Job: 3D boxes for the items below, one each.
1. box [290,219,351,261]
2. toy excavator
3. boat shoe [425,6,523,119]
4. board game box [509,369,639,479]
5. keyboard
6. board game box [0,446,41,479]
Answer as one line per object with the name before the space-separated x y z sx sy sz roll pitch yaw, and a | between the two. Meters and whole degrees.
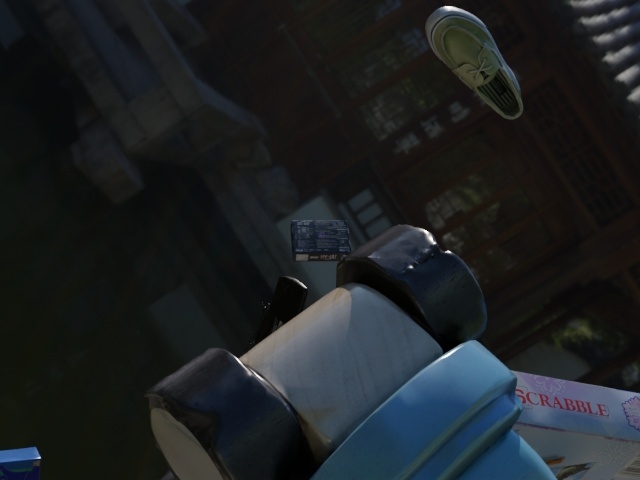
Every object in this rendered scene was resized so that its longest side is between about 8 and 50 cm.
box | 0.000 0.000 1.295 0.018 0.083 0.067 97 -10 -45
toy excavator | 0.088 0.283 0.641 0.445 0.222 0.432 44 -34 22
boat shoe | 0.325 -0.357 1.826 0.302 0.109 0.094 33 25 -38
board game box | 0.156 0.256 0.971 0.318 0.318 0.065 12 43 -17
keyboard | -0.070 0.151 1.596 0.038 0.192 0.100 3 22 -46
board game box | -0.582 0.435 1.507 0.047 0.210 0.160 29 -66 57
